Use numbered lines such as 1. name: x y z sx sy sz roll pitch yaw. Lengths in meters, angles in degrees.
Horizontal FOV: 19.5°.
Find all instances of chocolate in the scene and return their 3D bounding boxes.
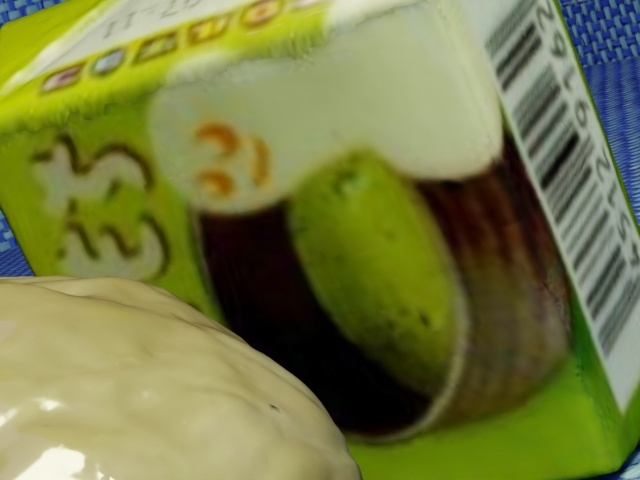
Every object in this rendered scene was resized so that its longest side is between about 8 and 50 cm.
1. chocolate: 0.000 0.000 0.932 0.288 0.301 0.137 -15 20 23

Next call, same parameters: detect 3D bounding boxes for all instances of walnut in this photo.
1. walnut: -0.090 0.127 0.494 0.248 0.248 0.248 -17 8 3
